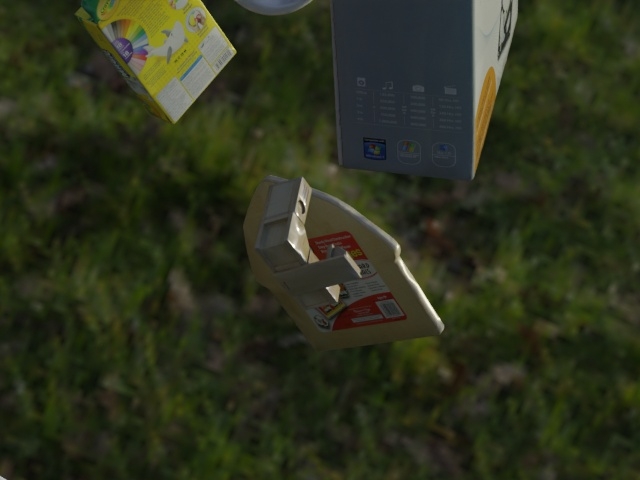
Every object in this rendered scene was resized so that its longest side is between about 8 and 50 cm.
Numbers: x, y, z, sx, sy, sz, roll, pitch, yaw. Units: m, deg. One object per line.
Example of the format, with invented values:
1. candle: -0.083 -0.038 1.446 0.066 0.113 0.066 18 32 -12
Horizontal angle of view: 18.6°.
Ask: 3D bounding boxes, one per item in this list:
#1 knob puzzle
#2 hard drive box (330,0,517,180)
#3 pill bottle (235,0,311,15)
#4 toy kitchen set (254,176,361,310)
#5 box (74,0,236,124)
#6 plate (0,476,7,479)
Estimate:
1. knob puzzle: 0.008 0.014 1.801 0.213 0.213 0.030 27 52 17
2. hard drive box: 0.067 -0.183 1.205 0.089 0.232 0.181 6 44 12
3. pill bottle: -0.057 -0.273 1.793 0.108 0.108 0.180 17 11 -16
4. toy kitchen set: 0.000 0.000 1.618 0.083 0.068 0.075 53 34 -37
5. box: -0.165 -0.208 1.897 0.043 0.105 0.179 27 -19 40
6. plate: -0.392 0.355 2.260 0.278 0.045 0.277 35 15 -22
